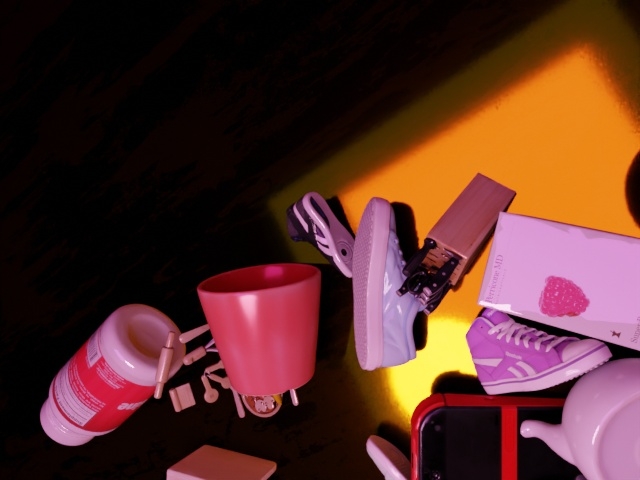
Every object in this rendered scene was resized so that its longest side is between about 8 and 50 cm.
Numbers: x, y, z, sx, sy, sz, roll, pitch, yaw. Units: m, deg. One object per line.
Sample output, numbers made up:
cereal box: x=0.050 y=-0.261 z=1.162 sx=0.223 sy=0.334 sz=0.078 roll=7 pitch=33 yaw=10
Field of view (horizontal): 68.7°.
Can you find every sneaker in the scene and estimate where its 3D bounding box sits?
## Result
sneaker: x=0.368 y=0.186 z=0.859 sx=0.282 sy=0.102 sz=0.161 roll=-42 pitch=64 yaw=55
sneaker: x=0.154 y=0.090 z=1.007 sx=0.150 sy=0.135 sz=0.365 roll=0 pitch=96 yaw=-14
sneaker: x=0.156 y=0.565 z=1.019 sx=0.151 sy=0.094 sz=0.256 roll=-45 pitch=77 yaw=12
sneaker: x=0.000 y=0.000 z=1.100 sx=0.121 sy=0.079 sz=0.216 roll=-28 pitch=93 yaw=45

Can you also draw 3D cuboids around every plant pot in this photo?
plant pot: x=-0.122 y=0.197 z=1.063 sx=0.275 sy=0.275 sz=0.243 roll=-3 pitch=99 yaw=24

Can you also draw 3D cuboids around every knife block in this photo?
knife block: x=0.253 y=0.002 z=0.885 sx=0.088 sy=0.242 sz=0.275 roll=33 pitch=104 yaw=19

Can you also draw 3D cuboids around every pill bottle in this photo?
pill bottle: x=-0.575 y=0.377 z=1.276 sx=0.408 sy=0.229 sz=0.229 roll=-43 pitch=75 yaw=20

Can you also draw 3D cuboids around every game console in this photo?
game console: x=0.353 y=0.499 z=0.921 sx=0.342 sy=0.060 sz=0.386 roll=0 pitch=92 yaw=4

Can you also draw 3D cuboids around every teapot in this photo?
teapot: x=0.522 y=0.296 z=0.784 sx=0.256 sy=0.187 sz=0.252 roll=21 pitch=100 yaw=1

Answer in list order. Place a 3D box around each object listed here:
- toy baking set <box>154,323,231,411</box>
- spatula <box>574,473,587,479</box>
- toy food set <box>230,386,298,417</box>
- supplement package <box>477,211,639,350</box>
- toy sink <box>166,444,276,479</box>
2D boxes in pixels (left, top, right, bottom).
toy baking set: x=-0.310 y=0.299 z=1.183 sx=0.030 sy=0.197 sz=0.256 roll=3 pitch=85 yaw=58
spatula: x=0.498 y=0.559 z=0.829 sx=0.084 sy=0.030 sz=0.296 roll=-13 pitch=90 yaw=2
toy food set: x=-0.157 y=0.386 z=1.190 sx=0.192 sy=0.039 sz=0.132 roll=-22 pitch=82 yaw=23
supplement package: x=0.453 y=0.063 z=0.832 sx=0.293 sy=0.175 sz=0.177 roll=14 pitch=98 yaw=24
toy sink: x=-0.244 y=0.628 z=1.176 sx=0.234 sy=0.153 sz=0.131 roll=1 pitch=92 yaw=23
